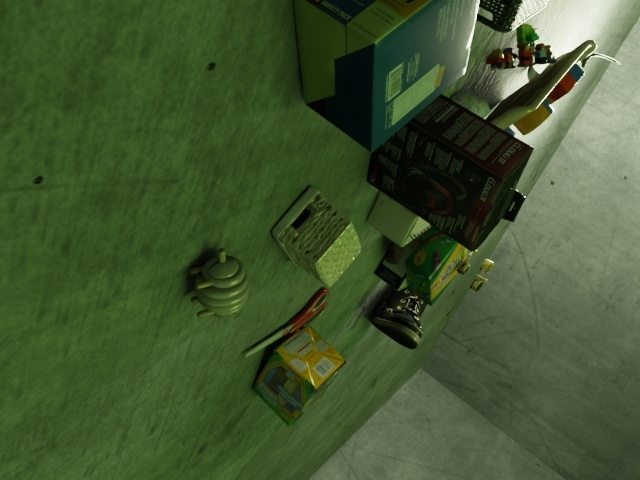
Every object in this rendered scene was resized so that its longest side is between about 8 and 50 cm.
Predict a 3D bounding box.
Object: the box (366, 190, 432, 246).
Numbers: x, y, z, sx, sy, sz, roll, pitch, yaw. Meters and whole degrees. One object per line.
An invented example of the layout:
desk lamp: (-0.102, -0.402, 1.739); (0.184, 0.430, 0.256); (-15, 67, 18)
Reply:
box: (0.234, -0.091, 1.527); (0.275, 0.113, 0.094); (-28, 149, -48)

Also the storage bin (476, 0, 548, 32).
storage bin: (0.326, -0.449, 1.124); (0.180, 0.122, 0.084); (-39, 156, -34)

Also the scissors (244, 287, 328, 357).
scissors: (-0.072, 0.204, 1.454); (0.297, 0.021, 0.109); (-38, 157, -40)

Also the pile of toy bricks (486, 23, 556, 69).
pile of toy bricks: (0.476, -0.460, 1.505); (0.212, 0.118, 0.105); (-19, 106, -43)

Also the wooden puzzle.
wooden puzzle: (0.499, -0.321, 1.604); (0.348, 0.080, 0.322); (-41, -177, -27)

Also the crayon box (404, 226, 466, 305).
crayon box: (0.311, 0.058, 1.725); (0.165, 0.081, 0.278); (-51, 159, -9)

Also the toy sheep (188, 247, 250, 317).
toy sheep: (-0.149, 0.066, 0.968); (0.091, 0.091, 0.132); (-38, 149, -38)

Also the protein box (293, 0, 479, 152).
protein box: (0.089, -0.267, 0.845); (0.201, 0.136, 0.200); (-42, 156, -19)

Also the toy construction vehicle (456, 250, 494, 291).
toy construction vehicle: (0.419, 0.078, 1.752); (0.098, 0.086, 0.035); (-49, 153, -13)

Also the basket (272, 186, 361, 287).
basket: (0.000, 0.000, 1.160); (0.113, 0.103, 0.167); (-50, 161, -9)

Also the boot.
boot: (0.289, 0.176, 1.969); (0.284, 0.138, 0.377); (-54, 178, -4)

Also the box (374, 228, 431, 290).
box: (0.282, -0.010, 1.797); (0.169, 0.087, 0.290); (-11, 134, -61)

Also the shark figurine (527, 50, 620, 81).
shark figurine: (0.660, -0.444, 1.734); (0.278, 0.116, 0.166); (136, -36, -53)

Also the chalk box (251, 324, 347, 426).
chalk box: (-0.060, 0.327, 1.512); (0.132, 0.132, 0.213); (-32, 159, -48)

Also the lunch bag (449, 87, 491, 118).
lunch bag: (0.330, -0.292, 1.448); (0.071, 0.083, 0.053); (-43, 157, -30)

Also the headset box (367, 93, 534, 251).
headset box: (0.244, -0.131, 1.213); (0.110, 0.293, 0.218); (-42, 156, -28)
